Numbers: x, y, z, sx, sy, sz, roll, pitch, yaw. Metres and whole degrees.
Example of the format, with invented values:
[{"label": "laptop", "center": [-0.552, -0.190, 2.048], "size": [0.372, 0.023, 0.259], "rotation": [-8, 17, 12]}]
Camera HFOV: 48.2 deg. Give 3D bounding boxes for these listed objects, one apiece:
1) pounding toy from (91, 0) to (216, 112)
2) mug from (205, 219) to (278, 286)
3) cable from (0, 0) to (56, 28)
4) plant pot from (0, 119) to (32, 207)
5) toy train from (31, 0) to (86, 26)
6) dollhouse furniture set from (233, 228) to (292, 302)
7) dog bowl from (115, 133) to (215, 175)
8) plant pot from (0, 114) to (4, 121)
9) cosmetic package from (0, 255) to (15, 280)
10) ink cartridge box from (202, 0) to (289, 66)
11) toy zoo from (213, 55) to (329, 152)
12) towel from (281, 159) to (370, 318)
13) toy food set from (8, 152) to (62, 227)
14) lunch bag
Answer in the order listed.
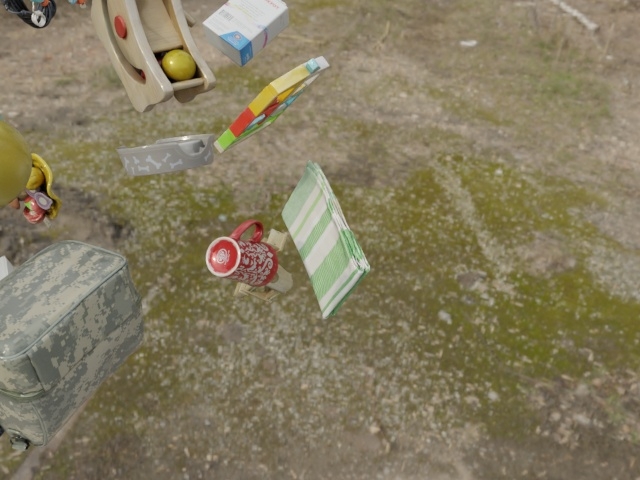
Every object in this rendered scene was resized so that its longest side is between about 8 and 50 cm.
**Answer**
[{"label": "pounding toy", "center": [-0.204, -0.309, 0.946], "size": [0.155, 0.154, 0.270], "rotation": [-22, 79, -34]}, {"label": "mug", "center": [-0.191, 0.030, 1.678], "size": [0.113, 0.150, 0.169], "rotation": [-20, -14, 20]}, {"label": "cable", "center": [-0.647, -0.565, 1.575], "size": [0.047, 0.185, 0.150], "rotation": [-16, -4, 25]}, {"label": "plant pot", "center": [-0.452, -0.111, 0.919], "size": [0.134, 0.134, 0.095], "rotation": [3, -10, -8]}, {"label": "toy train", "center": [-0.536, -0.516, 1.478], "size": [0.046, 0.125, 0.166], "rotation": [8, 43, 27]}, {"label": "dollhouse furniture set", "center": [-0.139, 0.078, 1.935], "size": [0.101, 0.182, 0.161], "rotation": [25, 64, -16]}, {"label": "dog bowl", "center": [-0.537, -0.303, 2.527], "size": [0.348, 0.102, 0.349], "rotation": [-7, 13, 2]}, {"label": "plant pot", "center": [-0.854, -0.189, 1.513], "size": [0.293, 0.293, 0.235], "rotation": [23, 8, 25]}, {"label": "cosmetic package", "center": [-0.753, 0.165, 1.634], "size": [0.183, 0.151, 0.151], "rotation": [-32, 37, -11]}, {"label": "ink cartridge box", "center": [-0.125, -0.370, 1.224], "size": [0.088, 0.052, 0.122], "rotation": [39, 74, 16]}, {"label": "toy zoo", "center": [-0.097, -0.307, 1.561], "size": [0.030, 0.293, 0.192], "rotation": [52, 46, -2]}, {"label": "towel", "center": [0.000, 0.000, 1.750], "size": [0.038, 0.248, 0.325], "rotation": [-9, 61, -30]}, {"label": "toy food set", "center": [-0.619, -0.093, 1.518], "size": [0.071, 0.218, 0.128], "rotation": [-32, 86, -35]}, {"label": "lunch bag", "center": [-0.465, 0.186, 1.269], "size": [0.212, 0.256, 0.305], "rotation": [11, 40, 29]}]
